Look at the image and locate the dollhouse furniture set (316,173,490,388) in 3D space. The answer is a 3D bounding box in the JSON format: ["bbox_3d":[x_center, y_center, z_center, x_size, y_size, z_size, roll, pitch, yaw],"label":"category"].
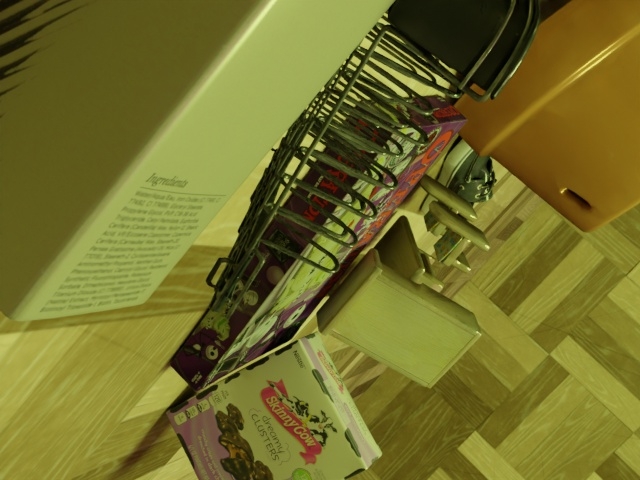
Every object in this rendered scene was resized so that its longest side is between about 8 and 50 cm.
[{"bbox_3d":[0.085,0.043,1.118,0.212,0.161,0.242,-51,-158,22],"label":"dollhouse furniture set"}]

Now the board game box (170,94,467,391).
[{"bbox_3d":[0.000,0.000,0.923,0.347,0.056,0.208,-53,169,25],"label":"board game box"}]

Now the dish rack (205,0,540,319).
[{"bbox_3d":[0.021,-0.074,0.545,0.271,0.074,0.208,-55,-170,34],"label":"dish rack"}]

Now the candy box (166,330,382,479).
[{"bbox_3d":[-0.055,0.224,1.041,0.196,0.165,0.070,-31,172,17],"label":"candy box"}]

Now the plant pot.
[{"bbox_3d":[0.316,-0.145,0.998,0.291,0.203,0.291,-35,175,-4],"label":"plant pot"}]

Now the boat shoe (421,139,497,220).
[{"bbox_3d":[0.208,-0.081,1.248,0.080,0.076,0.228,-38,165,-32],"label":"boat shoe"}]

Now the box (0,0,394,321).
[{"bbox_3d":[-0.050,-0.096,0.377,0.275,0.094,0.113,-49,167,11],"label":"box"}]
